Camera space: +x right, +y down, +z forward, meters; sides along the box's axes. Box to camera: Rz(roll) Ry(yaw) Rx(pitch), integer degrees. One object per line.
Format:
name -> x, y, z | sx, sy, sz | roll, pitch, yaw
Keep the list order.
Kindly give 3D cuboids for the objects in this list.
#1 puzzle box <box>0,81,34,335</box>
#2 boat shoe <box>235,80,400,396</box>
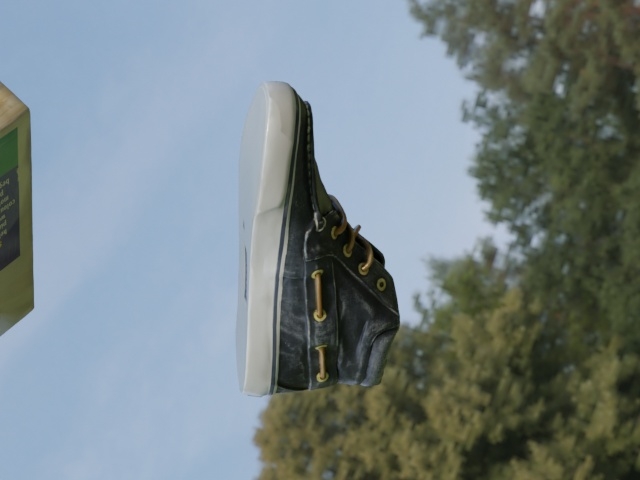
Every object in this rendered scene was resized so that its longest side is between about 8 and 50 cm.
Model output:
puzzle box -> -0.340, 0.089, 0.801 | 0.409, 0.052, 0.272 | -41, -14, -28
boat shoe -> 0.000, 0.000, 0.710 | 0.065, 0.083, 0.183 | -109, 20, -57
